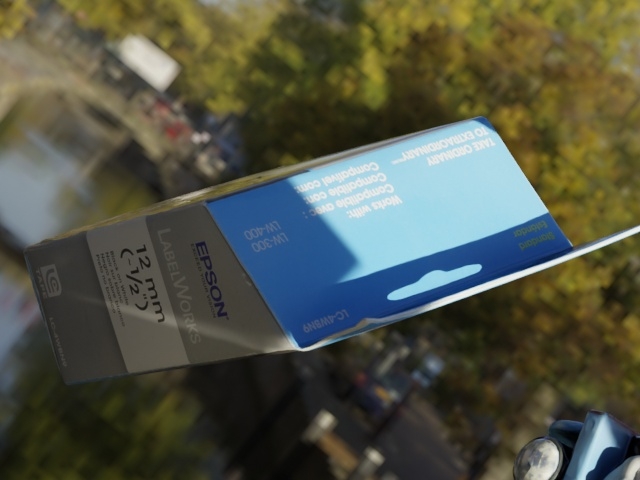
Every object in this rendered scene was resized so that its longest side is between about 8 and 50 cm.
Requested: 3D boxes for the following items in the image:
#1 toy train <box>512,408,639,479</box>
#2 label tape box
[{"bbox_3d":[0.172,0.141,0.907,0.184,0.080,0.105,34,-20,-35],"label":"toy train"},{"bbox_3d":[0.000,0.000,1.281,0.348,0.249,0.115,-15,-87,52],"label":"label tape box"}]
